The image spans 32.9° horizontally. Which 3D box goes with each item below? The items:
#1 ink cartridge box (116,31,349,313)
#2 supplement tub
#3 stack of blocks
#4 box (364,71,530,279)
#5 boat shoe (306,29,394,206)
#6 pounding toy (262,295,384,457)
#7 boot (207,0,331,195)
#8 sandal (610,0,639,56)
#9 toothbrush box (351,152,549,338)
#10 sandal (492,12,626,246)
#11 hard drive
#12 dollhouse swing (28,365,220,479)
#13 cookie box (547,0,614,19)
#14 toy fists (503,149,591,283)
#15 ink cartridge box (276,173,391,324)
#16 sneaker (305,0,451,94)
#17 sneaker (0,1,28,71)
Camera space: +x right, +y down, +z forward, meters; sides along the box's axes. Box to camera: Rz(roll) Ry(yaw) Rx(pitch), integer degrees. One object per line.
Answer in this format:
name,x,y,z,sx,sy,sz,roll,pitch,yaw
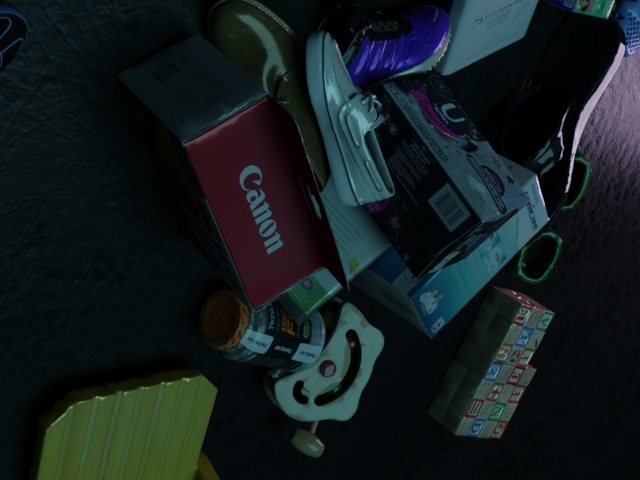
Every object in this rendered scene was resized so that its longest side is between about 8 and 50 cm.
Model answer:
ink cartridge box,-0.109,-0.071,1.417,0.130,0.272,0.309,-32,134,-14
supplement tub,-0.092,0.137,1.692,0.190,0.117,0.117,19,102,-48
stack of blocks,0.357,0.252,2.211,0.171,0.087,0.297,15,104,-47
box,0.158,-0.099,1.592,0.142,0.247,0.163,-22,162,-47
boat shoe,0.045,-0.171,1.492,0.095,0.084,0.258,-71,149,-56
pounding toy,-0.018,0.223,1.854,0.154,0.155,0.270,24,88,-20
boot,-0.059,-0.193,1.472,0.112,0.115,0.305,-20,123,18
sandal,0.650,-0.459,1.998,0.317,0.138,0.126,-48,140,-7
toothbrush box,0.193,-0.020,1.786,0.295,0.216,0.126,-45,139,-14
sandal,0.380,-0.204,1.894,0.107,0.167,0.446,24,89,-52
hard drive,0.287,-0.419,1.670,0.210,0.040,0.319,-30,151,-32
dollhouse swing,-0.255,0.414,1.604,0.346,0.315,0.305,-6,139,-40
cookie box,0.435,-0.416,1.854,0.107,0.092,0.040,-2,119,-42
toy fists,0.400,-0.063,2.015,0.096,0.142,0.279,13,108,-14
ink cartridge box,0.000,0.000,1.649,0.212,0.154,0.093,-40,173,-17
sneaker,0.073,-0.295,1.582,0.293,0.102,0.146,-35,134,-22
sneaker,-0.410,-0.172,1.213,0.232,0.090,0.081,-45,137,-12
